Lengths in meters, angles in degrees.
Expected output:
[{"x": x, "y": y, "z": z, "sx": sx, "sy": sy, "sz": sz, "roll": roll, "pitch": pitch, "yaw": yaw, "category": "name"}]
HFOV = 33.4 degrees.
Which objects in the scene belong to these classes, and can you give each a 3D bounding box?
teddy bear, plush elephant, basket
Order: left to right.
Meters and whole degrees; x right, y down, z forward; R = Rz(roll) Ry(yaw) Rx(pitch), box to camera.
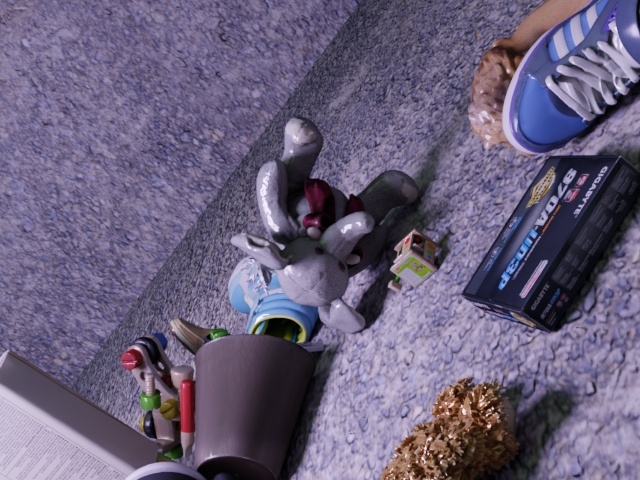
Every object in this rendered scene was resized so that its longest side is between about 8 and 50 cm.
[{"x": -0.120, "y": 0.284, "z": 1.701, "sx": 0.227, "sy": 0.204, "sz": 0.154, "roll": -82, "pitch": -13, "yaw": -45, "category": "basket"}, {"x": 0.000, "y": 0.000, "z": 1.753, "sx": 0.330, "sy": 0.272, "sz": 0.255, "roll": -51, "pitch": 25, "yaw": 10, "category": "plush elephant"}, {"x": 0.094, "y": 0.287, "z": 1.152, "sx": 0.338, "sy": 0.113, "sz": 0.245, "roll": -54, "pitch": 13, "yaw": 3, "category": "teddy bear"}]

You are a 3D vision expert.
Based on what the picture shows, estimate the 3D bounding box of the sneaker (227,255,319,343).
[{"x": -0.107, "y": 0.131, "z": 1.996, "sx": 0.319, "sy": 0.127, "sz": 0.208, "roll": -24, "pitch": 34, "yaw": 52, "category": "sneaker"}]

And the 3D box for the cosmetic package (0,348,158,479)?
[{"x": -0.443, "y": 0.340, "z": 1.773, "sx": 0.160, "sy": 0.309, "sz": 0.113, "roll": -48, "pitch": 16, "yaw": 16, "category": "cosmetic package"}]

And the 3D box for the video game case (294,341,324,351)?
[{"x": -0.065, "y": 0.188, "z": 1.833, "sx": 0.087, "sy": 0.122, "sz": 0.011, "roll": 175, "pitch": 91, "yaw": -70, "category": "video game case"}]

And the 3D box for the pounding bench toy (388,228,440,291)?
[{"x": 0.137, "y": 0.034, "z": 1.644, "sx": 0.083, "sy": 0.052, "sz": 0.065, "roll": -44, "pitch": 19, "yaw": 35, "category": "pounding bench toy"}]

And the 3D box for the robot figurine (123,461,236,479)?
[{"x": -0.216, "y": 0.433, "z": 1.515, "sx": 0.278, "sy": 0.209, "sz": 0.173, "roll": -126, "pitch": 39, "yaw": -70, "category": "robot figurine"}]

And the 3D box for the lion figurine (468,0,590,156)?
[{"x": 0.348, "y": -0.310, "z": 1.532, "sx": 0.392, "sy": 0.142, "sz": 0.240, "roll": -57, "pitch": 0, "yaw": 21, "category": "lion figurine"}]

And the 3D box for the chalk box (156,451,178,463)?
[{"x": -0.271, "y": 0.463, "z": 1.828, "sx": 0.132, "sy": 0.132, "sz": 0.213, "roll": -52, "pitch": 16, "yaw": 10, "category": "chalk box"}]

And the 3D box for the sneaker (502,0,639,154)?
[{"x": 0.374, "y": -0.234, "z": 1.343, "sx": 0.323, "sy": 0.130, "sz": 0.236, "roll": -48, "pitch": 12, "yaw": 5, "category": "sneaker"}]

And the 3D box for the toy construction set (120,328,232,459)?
[{"x": -0.242, "y": 0.316, "z": 1.957, "sx": 0.309, "sy": 0.257, "sz": 0.237, "roll": -88, "pitch": -1, "yaw": -77, "category": "toy construction set"}]

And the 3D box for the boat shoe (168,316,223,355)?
[{"x": -0.224, "y": 0.199, "z": 2.140, "sx": 0.072, "sy": 0.190, "sz": 0.068, "roll": -40, "pitch": 43, "yaw": 7, "category": "boat shoe"}]

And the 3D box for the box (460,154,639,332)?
[{"x": 0.279, "y": -0.001, "z": 1.298, "sx": 0.220, "sy": 0.051, "sz": 0.175, "roll": -56, "pitch": 16, "yaw": -5, "category": "box"}]
